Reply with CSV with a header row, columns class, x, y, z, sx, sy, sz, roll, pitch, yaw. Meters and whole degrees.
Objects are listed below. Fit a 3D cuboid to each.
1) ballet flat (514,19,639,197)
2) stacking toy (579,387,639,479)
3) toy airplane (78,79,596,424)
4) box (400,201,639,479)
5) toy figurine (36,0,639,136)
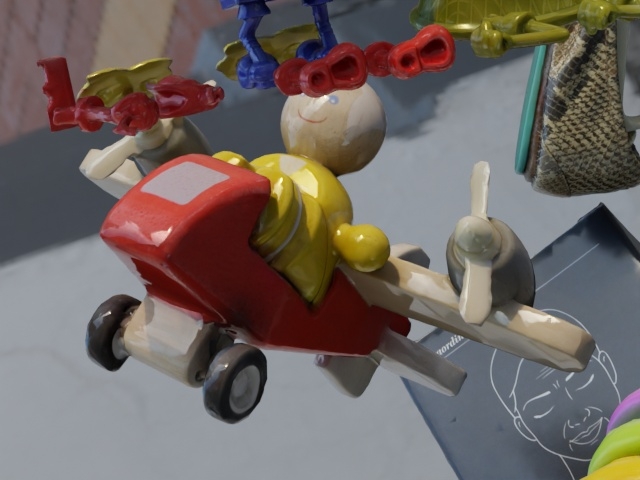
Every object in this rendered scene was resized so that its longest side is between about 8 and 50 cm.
class,x,y,z,sx,sy,sz,roll,pitch,yaw
ballet flat,0.290,-0.278,1.696,0.164,0.182,0.483,-69,-20,-72
stacking toy,0.194,0.137,0.874,0.175,0.302,0.166,6,136,23
toy airplane,0.000,0.000,1.389,0.384,0.386,0.272,-146,73,-76
box,0.314,0.218,1.805,0.293,0.212,0.395,-37,56,12
toy figurine,0.003,-0.202,0.971,0.191,0.362,0.217,-155,52,-71
